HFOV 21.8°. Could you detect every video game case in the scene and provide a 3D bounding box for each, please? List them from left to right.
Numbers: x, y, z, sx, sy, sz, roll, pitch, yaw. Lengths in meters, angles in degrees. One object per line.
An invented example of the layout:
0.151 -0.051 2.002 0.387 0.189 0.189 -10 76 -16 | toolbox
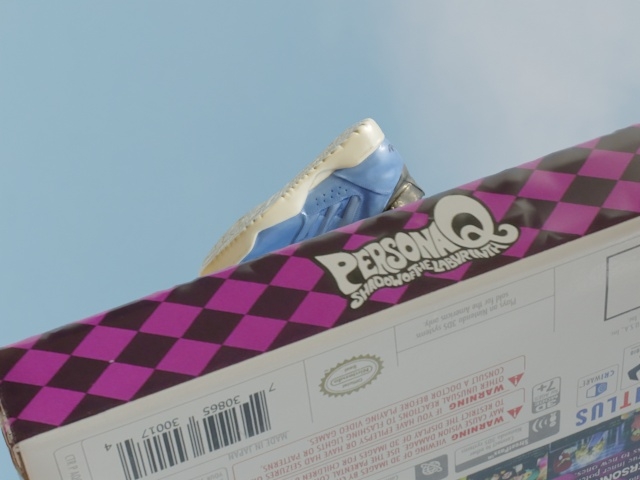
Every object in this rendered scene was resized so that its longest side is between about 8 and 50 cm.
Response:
0.030 0.073 0.516 0.210 0.232 0.042 83 -18 -47 | video game case

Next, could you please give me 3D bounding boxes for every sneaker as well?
0.000 0.000 1.066 0.084 0.152 0.058 51 -13 -10 | sneaker
